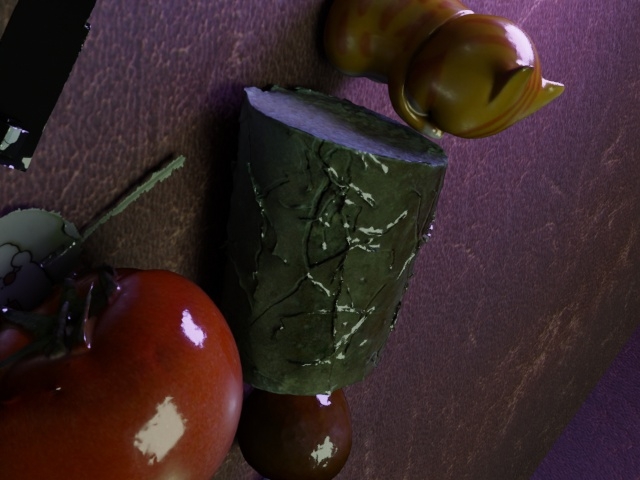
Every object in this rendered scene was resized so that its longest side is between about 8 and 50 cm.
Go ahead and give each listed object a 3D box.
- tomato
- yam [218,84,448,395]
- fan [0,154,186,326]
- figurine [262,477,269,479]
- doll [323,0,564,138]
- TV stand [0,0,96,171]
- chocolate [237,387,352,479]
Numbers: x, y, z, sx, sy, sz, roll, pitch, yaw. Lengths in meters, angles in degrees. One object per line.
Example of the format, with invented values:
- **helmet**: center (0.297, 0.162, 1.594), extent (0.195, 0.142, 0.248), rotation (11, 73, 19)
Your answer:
- **tomato**: center (-0.196, 0.143, 0.869), extent (0.256, 0.256, 0.224), rotation (-37, 118, -35)
- **yam**: center (0.000, 0.000, 1.087), extent (0.241, 0.241, 0.348), rotation (-24, 136, -47)
- **fan**: center (-0.253, 0.011, 0.922), extent (0.329, 0.009, 0.191), rotation (-44, 148, -24)
- **figurine**: center (-0.059, 0.397, 1.477), extent (0.082, 0.094, 0.086), rotation (34, 51, -24)
- **doll**: center (0.130, -0.216, 1.090), extent (0.167, 0.269, 0.162), rotation (-11, 139, -54)
- **TV stand**: center (-0.218, -0.184, 0.776), extent (0.040, 0.049, 0.256), rotation (18, 100, -58)
- **chocolate**: center (-0.034, 0.249, 1.308), extent (0.177, 0.177, 0.177), rotation (-37, 142, -36)
